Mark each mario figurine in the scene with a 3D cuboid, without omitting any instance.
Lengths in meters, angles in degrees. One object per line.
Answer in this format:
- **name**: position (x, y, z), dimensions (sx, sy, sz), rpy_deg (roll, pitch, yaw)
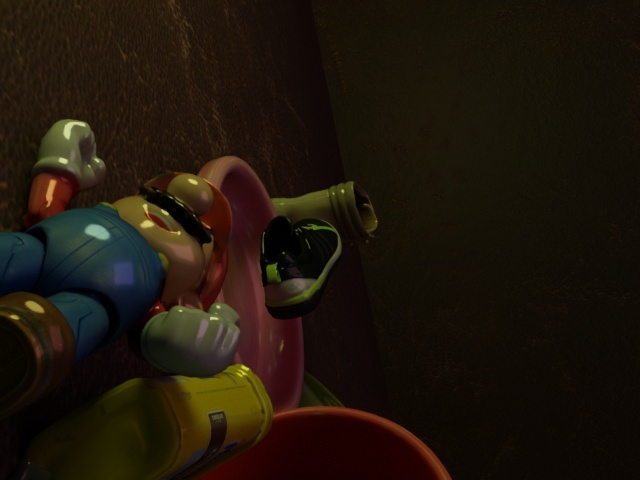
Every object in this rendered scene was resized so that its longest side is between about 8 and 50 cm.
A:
- **mario figurine**: position (-0.140, -0.004, 0.442), dimensions (0.320, 0.170, 0.198), rpy_deg (-34, 110, -77)

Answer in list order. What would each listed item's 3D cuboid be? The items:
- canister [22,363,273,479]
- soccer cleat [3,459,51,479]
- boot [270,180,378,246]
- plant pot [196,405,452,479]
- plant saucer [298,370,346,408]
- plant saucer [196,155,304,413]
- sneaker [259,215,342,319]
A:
- **canister**: position (-0.121, 0.150, 0.482), dimensions (0.073, 0.126, 0.170), rpy_deg (61, 8, 16)
- **soccer cleat**: position (-0.193, 0.118, 0.231), dimensions (0.289, 0.093, 0.121), rpy_deg (63, 30, -49)
- **boot**: position (0.000, 0.000, 1.063), dimensions (0.262, 0.203, 0.095), rpy_deg (62, 20, -53)
- **plant pot**: position (-0.004, 0.340, 0.595), dimensions (0.275, 0.274, 0.243), rpy_deg (-83, 169, -60)
- **plant saucer**: position (0.019, 0.275, 0.968), dimensions (0.241, 0.037, 0.241), rpy_deg (46, -2, 2)
- **plant saucer**: position (-0.104, 0.066, 0.778), dimensions (0.332, 0.084, 0.332), rpy_deg (-12, 90, -79)
- **sneaker**: position (-0.026, 0.005, 0.799), dimensions (0.235, 0.084, 0.097), rpy_deg (-79, 153, -65)
